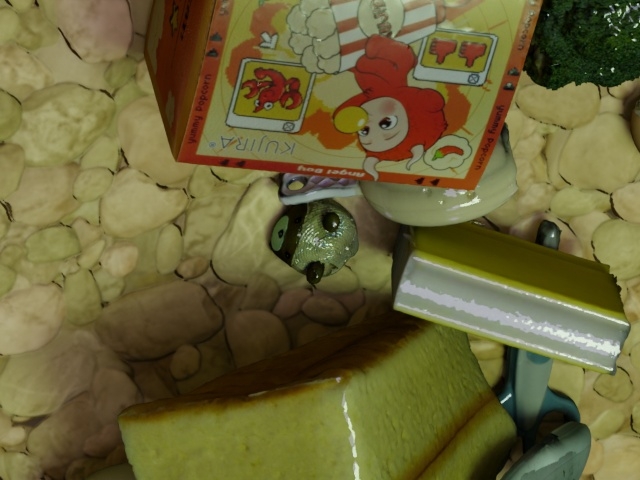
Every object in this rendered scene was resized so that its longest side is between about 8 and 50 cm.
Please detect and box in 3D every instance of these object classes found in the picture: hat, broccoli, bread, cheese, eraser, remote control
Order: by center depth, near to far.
[{"bbox_3d":[0.285,-0.284,1.734,0.304,0.321,0.283,-33,86,-12],"label":"broccoli"},{"bbox_3d":[0.071,-0.064,1.834,0.227,0.137,0.064,-7,127,8],"label":"cheese"},{"bbox_3d":[0.019,0.204,1.852,0.245,0.361,0.233,-11,98,24],"label":"bread"},{"bbox_3d":[0.175,0.042,1.852,0.226,0.158,0.069,17,110,-4],"label":"eraser"},{"bbox_3d":[-0.001,0.000,1.870,0.076,0.059,0.077,34,95,-29],"label":"hat"},{"bbox_3d":[0.209,0.245,1.921,0.256,0.045,0.097,-26,138,-54],"label":"remote control"}]

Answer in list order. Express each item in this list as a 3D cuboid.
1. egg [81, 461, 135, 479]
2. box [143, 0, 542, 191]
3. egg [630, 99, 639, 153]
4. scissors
[{"bbox_3d":[-0.141,0.309,1.883,0.241,0.186,0.186,28,102,-11],"label":"egg"},{"bbox_3d":[0.017,-0.205,1.681,0.283,0.214,0.260,4,125,-18],"label":"box"},{"bbox_3d":[0.347,-0.105,1.913,0.080,0.080,0.096,-25,118,-5],"label":"egg"},{"bbox_3d":[0.215,0.114,1.985,0.138,0.041,0.289,-2,115,-18],"label":"scissors"}]
